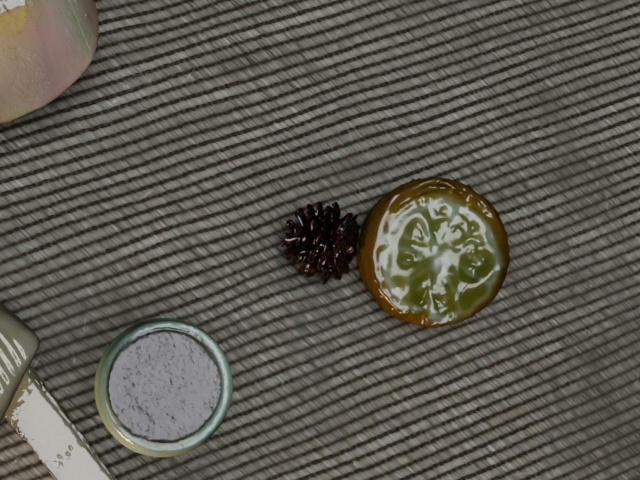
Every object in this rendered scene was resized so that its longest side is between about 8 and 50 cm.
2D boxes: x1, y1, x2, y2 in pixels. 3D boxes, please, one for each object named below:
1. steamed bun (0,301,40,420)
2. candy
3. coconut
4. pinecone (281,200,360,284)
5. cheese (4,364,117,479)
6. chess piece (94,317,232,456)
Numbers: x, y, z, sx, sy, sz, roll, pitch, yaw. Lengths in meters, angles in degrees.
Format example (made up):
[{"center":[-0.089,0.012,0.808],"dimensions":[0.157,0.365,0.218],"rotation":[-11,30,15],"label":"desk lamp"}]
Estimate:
[{"center":[-0.602,0.237,1.742],"dimensions":[0.247,0.236,0.383],"rotation":[39,66,-11],"label":"steamed bun"},{"center":[0.187,0.020,2.021],"dimensions":[0.260,0.118,0.260],"rotation":[1,84,-11],"label":"candy"},{"center":[-0.485,-0.334,1.818],"dimensions":[0.297,0.309,0.297],"rotation":[-5,51,6],"label":"coconut"},{"center":[0.000,-0.001,1.975],"dimensions":[0.121,0.140,0.140],"rotation":[16,79,12],"label":"pinecone"},{"center":[-0.368,0.373,1.887],"dimensions":[0.085,0.034,0.400],"rotation":[-38,93,-18],"label":"cheese"},{"center":[-0.245,0.218,1.796],"dimensions":[0.195,0.299,0.194],"rotation":[2,83,-14],"label":"chess piece"}]
